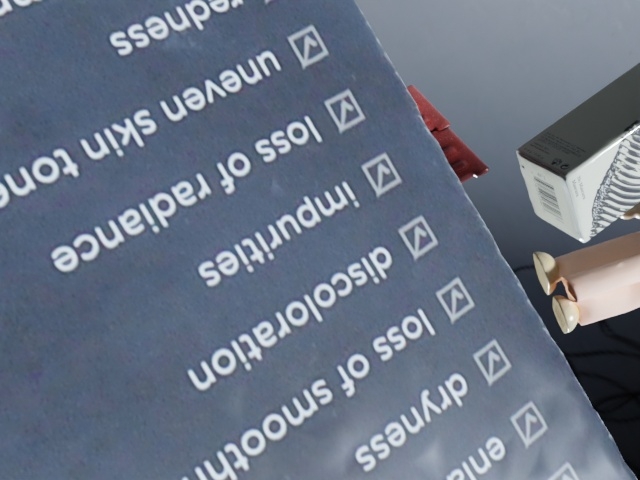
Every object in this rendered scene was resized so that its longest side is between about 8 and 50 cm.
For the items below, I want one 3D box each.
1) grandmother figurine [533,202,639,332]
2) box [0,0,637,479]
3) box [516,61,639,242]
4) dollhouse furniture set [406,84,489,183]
[{"bbox_3d":[0.483,0.026,1.247,0.342,0.104,0.208,-22,78,4],"label":"grandmother figurine"},{"bbox_3d":[-0.138,0.164,0.387,0.472,0.479,0.297,59,152,0],"label":"box"},{"bbox_3d":[0.377,-0.126,1.089,0.094,0.275,0.113,42,165,52],"label":"box"},{"bbox_3d":[0.000,0.000,1.089,0.152,0.374,0.201,55,170,25],"label":"dollhouse furniture set"}]
